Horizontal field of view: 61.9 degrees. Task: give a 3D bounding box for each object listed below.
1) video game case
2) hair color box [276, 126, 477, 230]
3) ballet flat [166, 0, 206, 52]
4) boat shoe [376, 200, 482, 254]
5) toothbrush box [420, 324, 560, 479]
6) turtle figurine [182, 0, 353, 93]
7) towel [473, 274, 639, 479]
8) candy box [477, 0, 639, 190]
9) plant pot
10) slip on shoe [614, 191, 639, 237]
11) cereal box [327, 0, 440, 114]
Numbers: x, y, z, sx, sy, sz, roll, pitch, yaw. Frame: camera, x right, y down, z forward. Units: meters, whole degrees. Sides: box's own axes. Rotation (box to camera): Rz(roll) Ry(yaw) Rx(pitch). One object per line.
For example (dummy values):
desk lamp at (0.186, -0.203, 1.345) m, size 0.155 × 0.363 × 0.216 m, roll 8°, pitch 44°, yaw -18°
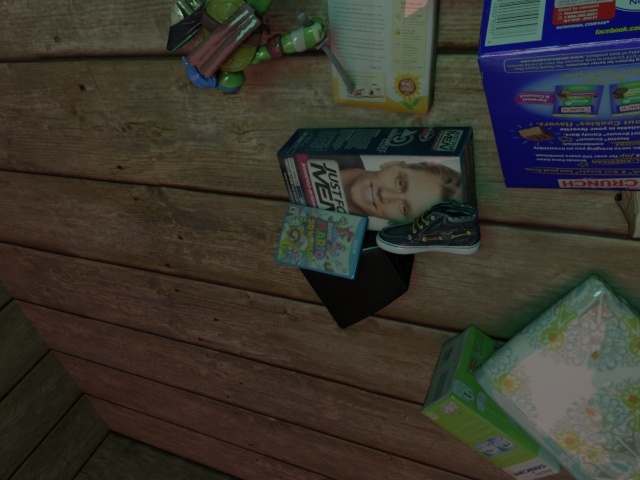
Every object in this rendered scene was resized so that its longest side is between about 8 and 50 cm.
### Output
video game case at (0.000, 0.000, 1.024) m, size 0.166 × 0.119 × 0.015 m, roll 12°, pitch 176°, yaw 21°
hair color box at (0.106, -0.114, 1.005) m, size 0.348 × 0.105 × 0.173 m, roll 5°, pitch 131°, yaw 26°
ballet flat at (-0.217, -0.411, 0.952) m, size 0.203 × 0.074 × 0.074 m, roll -17°, pitch 118°, yaw 33°
boat shoe at (0.183, -0.026, 0.921) m, size 0.184 × 0.065 × 0.083 m, roll 1°, pitch 129°, yaw 20°
toothbrush box at (0.395, 0.363, 1.196) m, size 0.283 × 0.206 × 0.122 m, roll 34°, pitch 137°, yaw -2°
turtle figurine at (-0.082, -0.364, 0.798) m, size 0.197 × 0.275 × 0.266 m, roll 61°, pitch 152°, yaw 31°
towel at (0.543, 0.294, 1.034) m, size 0.374 × 0.090 × 0.320 m, roll 43°, pitch 113°, yaw 5°
candy box at (0.362, -0.185, 0.686) m, size 0.268 × 0.122 × 0.317 m, roll 4°, pitch 157°, yaw 26°
plant pot at (0.089, 0.043, 1.113) m, size 0.167 × 0.188 × 0.187 m, roll -19°, pitch 117°, yaw 29°
slip on shoe at (0.495, -0.065, 0.856) m, size 0.041 × 0.051 × 0.135 m, roll -2°, pitch 124°, yaw 26°
cereal box at (0.100, -0.327, 0.854) m, size 0.173 × 0.047 × 0.240 m, roll 14°, pitch 134°, yaw 20°
